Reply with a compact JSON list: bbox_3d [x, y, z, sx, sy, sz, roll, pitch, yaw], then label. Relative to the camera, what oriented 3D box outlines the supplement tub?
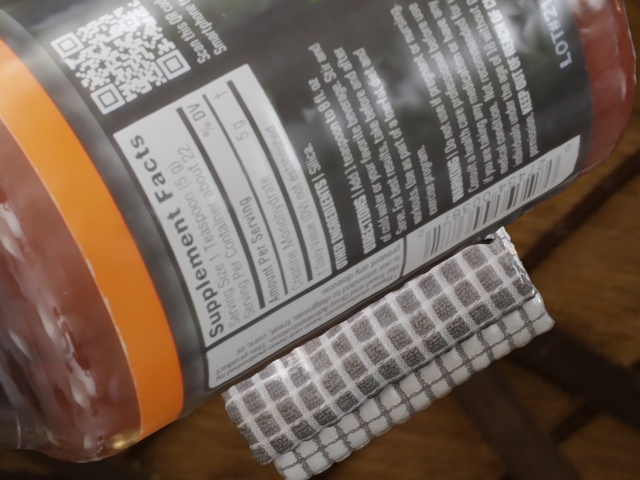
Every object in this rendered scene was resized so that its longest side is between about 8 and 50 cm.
[{"bbox_3d":[-0.033,-0.019,0.449,0.106,0.198,0.106,50,-21,28],"label":"supplement tub"}]

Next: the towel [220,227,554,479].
[{"bbox_3d":[0.000,0.000,1.410,0.235,0.121,0.284,-34,-123,6],"label":"towel"}]
